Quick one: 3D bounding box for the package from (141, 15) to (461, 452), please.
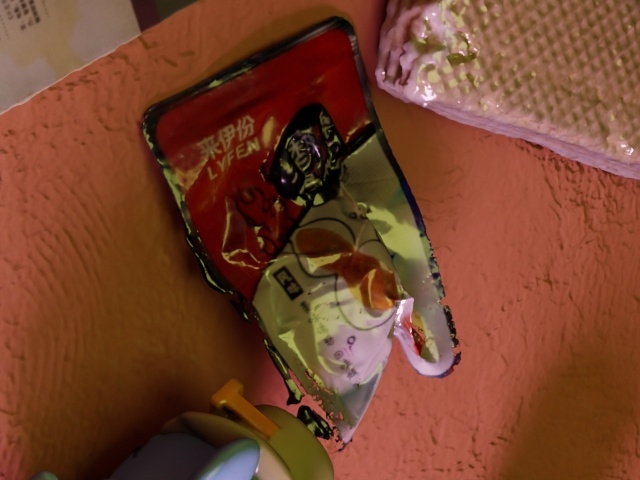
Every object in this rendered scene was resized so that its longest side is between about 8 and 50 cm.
[{"bbox_3d":[0.000,0.000,1.117,0.194,0.071,0.269,-34,99,-43],"label":"package"}]

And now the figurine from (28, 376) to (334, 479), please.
[{"bbox_3d":[-0.099,0.202,1.011,0.262,0.154,0.180,-39,131,-33],"label":"figurine"}]

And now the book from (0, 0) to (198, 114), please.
[{"bbox_3d":[-0.188,-0.183,0.950,0.289,0.026,0.201,-34,117,-31],"label":"book"}]

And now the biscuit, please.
[{"bbox_3d":[0.215,-0.127,1.261,0.426,0.078,0.144,15,88,-40],"label":"biscuit"}]
